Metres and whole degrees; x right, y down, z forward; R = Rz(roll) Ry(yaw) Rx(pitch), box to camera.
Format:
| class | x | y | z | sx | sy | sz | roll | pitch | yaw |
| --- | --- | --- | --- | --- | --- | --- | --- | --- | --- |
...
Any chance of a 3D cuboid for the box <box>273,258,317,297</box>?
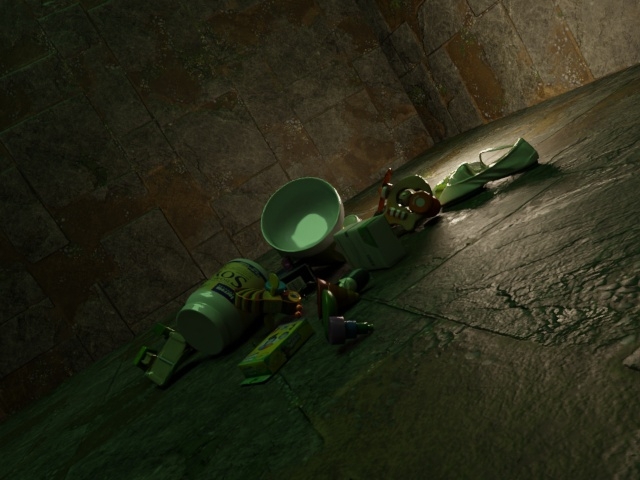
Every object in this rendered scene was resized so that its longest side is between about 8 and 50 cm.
| class | x | y | z | sx | sy | sz | roll | pitch | yaw |
| --- | --- | --- | --- | --- | --- | --- | --- | --- | --- |
| box | -0.100 | 0.156 | 1.906 | 0.153 | 0.108 | 0.207 | -32 | 8 | -1 |

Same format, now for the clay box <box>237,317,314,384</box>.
| class | x | y | z | sx | sy | sz | roll | pitch | yaw |
| --- | --- | --- | --- | --- | --- | --- | --- | --- | --- |
| clay box | -0.129 | 0.304 | 1.316 | 0.128 | 0.053 | 0.222 | -24 | 10 | 44 |

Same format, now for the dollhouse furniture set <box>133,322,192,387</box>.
| class | x | y | z | sx | sy | sz | roll | pitch | yaw |
| --- | --- | --- | --- | --- | --- | --- | --- | --- | --- |
| dollhouse furniture set | -0.567 | 0.462 | 1.864 | 0.302 | 0.151 | 0.197 | 5 | 62 | 50 |

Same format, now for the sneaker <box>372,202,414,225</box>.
| class | x | y | z | sx | sy | sz | roll | pitch | yaw |
| --- | --- | --- | --- | --- | --- | --- | --- | --- | --- |
| sneaker | 0.311 | -0.099 | 1.976 | 0.282 | 0.106 | 0.162 | -25 | 13 | 36 |

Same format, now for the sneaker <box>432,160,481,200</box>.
| class | x | y | z | sx | sy | sz | roll | pitch | yaw |
| --- | --- | --- | --- | --- | --- | --- | --- | --- | --- |
| sneaker | 0.567 | -0.256 | 2.020 | 0.240 | 0.091 | 0.126 | -31 | 7 | 7 |

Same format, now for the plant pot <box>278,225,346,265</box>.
| class | x | y | z | sx | sy | sz | roll | pitch | yaw |
| --- | --- | --- | --- | --- | --- | --- | --- | --- | --- |
| plant pot | 0.000 | 0.000 | 2.055 | 0.275 | 0.274 | 0.294 | -36 | 27 | -29 |

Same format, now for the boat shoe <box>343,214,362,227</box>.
| class | x | y | z | sx | sy | sz | roll | pitch | yaw |
| --- | --- | --- | --- | --- | --- | --- | --- | --- | --- |
| boat shoe | 0.085 | -0.020 | 2.382 | 0.303 | 0.091 | 0.114 | -25 | 54 | 29 |

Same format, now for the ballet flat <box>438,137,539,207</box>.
| class | x | y | z | sx | sy | sz | roll | pitch | yaw |
| --- | --- | --- | --- | --- | --- | --- | --- | --- | --- |
| ballet flat | 0.597 | -0.259 | 1.789 | 0.401 | 0.139 | 0.139 | -26 | 9 | 33 |

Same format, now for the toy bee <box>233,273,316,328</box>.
| class | x | y | z | sx | sy | sz | roll | pitch | yaw |
| --- | --- | --- | --- | --- | --- | --- | --- | --- | --- |
| toy bee | -0.133 | 0.197 | 1.615 | 0.299 | 0.195 | 0.162 | -22 | 30 | -15 |

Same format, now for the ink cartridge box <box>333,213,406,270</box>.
| class | x | y | z | sx | sy | sz | roll | pitch | yaw |
| --- | --- | --- | --- | --- | --- | --- | --- | --- | --- |
| ink cartridge box | 0.160 | 0.014 | 1.625 | 0.093 | 0.160 | 0.219 | -34 | 9 | -26 |

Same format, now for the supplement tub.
| class | x | y | z | sx | sy | sz | roll | pitch | yaw |
| --- | --- | --- | --- | --- | --- | --- | --- | --- | --- |
| supplement tub | -0.350 | 0.242 | 1.795 | 0.241 | 0.241 | 0.331 | -25 | 14 | 37 |

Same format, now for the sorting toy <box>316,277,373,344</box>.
| class | x | y | z | sx | sy | sz | roll | pitch | yaw |
| --- | --- | --- | --- | --- | --- | --- | --- | --- | --- |
| sorting toy | 0.066 | 0.185 | 1.273 | 0.126 | 0.126 | 0.365 | -2 | 9 | -6 |

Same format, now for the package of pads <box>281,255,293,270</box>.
| class | x | y | z | sx | sy | sz | roll | pitch | yaw |
| --- | --- | --- | --- | --- | --- | --- | --- | --- | --- |
| package of pads | -0.130 | 0.087 | 1.865 | 0.032 | 0.050 | 0.083 | -31 | 7 | 3 |

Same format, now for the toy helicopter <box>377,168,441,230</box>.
| class | x | y | z | sx | sy | sz | roll | pitch | yaw |
| --- | --- | --- | --- | --- | --- | --- | --- | --- | --- |
| toy helicopter | 0.266 | -0.111 | 1.842 | 0.355 | 0.235 | 0.140 | -44 | -22 | 18 |

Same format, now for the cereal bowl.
| class | x | y | z | sx | sy | sz | roll | pitch | yaw |
| --- | --- | --- | --- | --- | --- | --- | --- | --- | --- |
| cereal bowl | -0.057 | -0.074 | 1.899 | 0.339 | 0.338 | 0.141 | -30 | -36 | 6 |

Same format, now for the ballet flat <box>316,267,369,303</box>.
| class | x | y | z | sx | sy | sz | roll | pitch | yaw |
| --- | --- | --- | --- | --- | --- | --- | --- | --- | --- |
| ballet flat | 0.063 | 0.154 | 1.465 | 0.203 | 0.074 | 0.074 | -34 | 6 | 30 |
